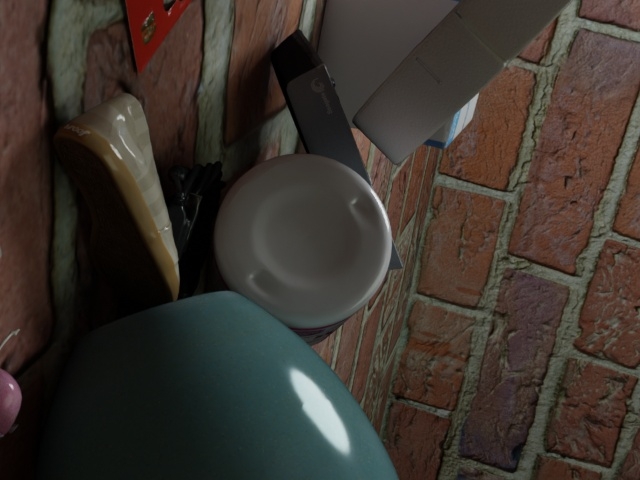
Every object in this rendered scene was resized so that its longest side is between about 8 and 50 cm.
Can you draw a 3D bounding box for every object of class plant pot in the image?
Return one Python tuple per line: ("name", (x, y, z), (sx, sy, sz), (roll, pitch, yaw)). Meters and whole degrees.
("plant pot", (-0.104, 0.153, 0.736), (0.290, 0.290, 0.195), (20, 50, -78))

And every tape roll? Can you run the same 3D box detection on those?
("tape roll", (0.191, -0.235, 0.941), (0.392, 0.072, 0.392), (-45, -177, 3))

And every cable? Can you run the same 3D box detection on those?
("cable", (-0.137, 0.012, 0.857), (0.150, 0.047, 0.184), (-58, 165, -75))

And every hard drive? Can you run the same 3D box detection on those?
("hard drive", (0.015, -0.096, 1.028), (0.172, 0.054, 0.254), (-113, 180, -61))

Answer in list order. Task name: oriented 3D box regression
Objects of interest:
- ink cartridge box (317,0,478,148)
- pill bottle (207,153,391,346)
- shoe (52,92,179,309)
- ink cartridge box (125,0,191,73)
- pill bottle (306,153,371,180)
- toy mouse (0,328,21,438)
("ink cartridge box", (0.127, -0.265, 1.303), (0.270, 0.198, 0.197), (-42, 145, -67))
("pill bottle", (-0.033, 0.028, 0.935), (0.283, 0.160, 0.160), (122, -13, -75))
("shoe", (-0.141, -0.020, 0.704), (0.219, 0.077, 0.058), (86, 28, -52))
("ink cartridge box", (-0.092, -0.265, 0.682), (0.232, 0.066, 0.189), (84, 24, -49))
("pill bottle", (0.000, 0.000, 1.244), (0.121, 0.121, 0.216), (-60, 160, -50))
("toy mouse", (-0.232, 0.139, 0.601), (0.143, 0.031, 0.161), (93, 17, -44))
